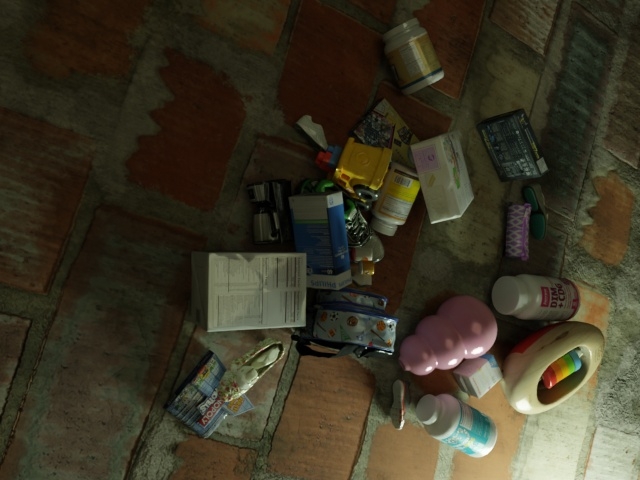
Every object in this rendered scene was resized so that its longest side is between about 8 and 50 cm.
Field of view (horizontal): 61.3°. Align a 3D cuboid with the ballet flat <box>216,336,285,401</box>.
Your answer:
[{"bbox_3d":[-0.183,0.344,1.476,0.241,0.077,0.091,-43,108,-41],"label":"ballet flat"}]

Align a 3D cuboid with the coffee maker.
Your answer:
[{"bbox_3d":[-0.123,-0.083,1.538,0.171,0.120,0.178,-9,96,-51],"label":"coffee maker"}]

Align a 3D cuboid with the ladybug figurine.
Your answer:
[{"bbox_3d":[0.811,0.429,1.913,0.449,0.162,0.305,-22,117,-18],"label":"ladybug figurine"}]

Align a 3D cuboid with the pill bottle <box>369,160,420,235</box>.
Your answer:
[{"bbox_3d":[0.228,-0.128,1.666,0.117,0.117,0.215,15,106,-24],"label":"pill bottle"}]

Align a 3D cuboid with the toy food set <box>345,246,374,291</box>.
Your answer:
[{"bbox_3d":[0.089,0.082,1.565,0.104,0.232,0.111,0,74,-1],"label":"toy food set"}]

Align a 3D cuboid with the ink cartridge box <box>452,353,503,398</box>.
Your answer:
[{"bbox_3d":[0.530,0.461,1.842,0.143,0.090,0.092,-32,103,-21],"label":"ink cartridge box"}]

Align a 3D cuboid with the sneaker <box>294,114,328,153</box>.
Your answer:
[{"bbox_3d":[-0.008,-0.311,1.613,0.152,0.054,0.061,47,69,-17],"label":"sneaker"}]

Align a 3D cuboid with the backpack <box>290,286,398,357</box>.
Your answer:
[{"bbox_3d":[0.094,0.242,1.544,0.276,0.263,0.213,9,86,-24],"label":"backpack"}]

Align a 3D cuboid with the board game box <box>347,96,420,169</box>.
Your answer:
[{"bbox_3d":[0.221,-0.309,1.725,0.243,0.042,0.165,47,72,-18],"label":"board game box"}]

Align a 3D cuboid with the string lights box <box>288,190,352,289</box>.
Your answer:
[{"bbox_3d":[0.000,0.000,1.485,0.077,0.133,0.259,-22,109,-51],"label":"string lights box"}]

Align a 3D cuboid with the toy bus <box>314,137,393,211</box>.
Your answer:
[{"bbox_3d":[0.085,-0.202,1.590,0.211,0.220,0.149,21,72,-2],"label":"toy bus"}]

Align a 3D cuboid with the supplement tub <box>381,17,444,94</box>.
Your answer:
[{"bbox_3d":[0.287,-0.577,1.700,0.144,0.144,0.199,-32,102,-22],"label":"supplement tub"}]

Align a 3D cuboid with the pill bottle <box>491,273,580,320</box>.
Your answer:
[{"bbox_3d":[0.760,0.202,1.910,0.283,0.160,0.160,6,87,-25],"label":"pill bottle"}]

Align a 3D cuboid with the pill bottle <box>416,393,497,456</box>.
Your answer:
[{"bbox_3d":[0.439,0.597,1.769,0.264,0.146,0.146,31,77,-21],"label":"pill bottle"}]

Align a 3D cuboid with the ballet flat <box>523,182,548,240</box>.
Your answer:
[{"bbox_3d":[0.804,-0.108,1.982,0.068,0.072,0.213,-19,97,-28],"label":"ballet flat"}]

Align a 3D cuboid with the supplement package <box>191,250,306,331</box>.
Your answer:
[{"bbox_3d":[-0.195,0.127,1.443,0.263,0.199,0.198,1,90,-25],"label":"supplement package"}]

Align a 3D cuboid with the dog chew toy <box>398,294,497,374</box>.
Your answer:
[{"bbox_3d":[0.396,0.314,1.729,0.332,0.206,0.206,-27,101,-14],"label":"dog chew toy"}]

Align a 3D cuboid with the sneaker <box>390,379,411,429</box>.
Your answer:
[{"bbox_3d":[0.269,0.529,1.739,0.065,0.061,0.158,7,88,-31],"label":"sneaker"}]

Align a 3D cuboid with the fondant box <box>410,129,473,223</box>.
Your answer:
[{"bbox_3d":[0.384,-0.207,1.670,0.330,0.096,0.238,-33,108,-65],"label":"fondant box"}]

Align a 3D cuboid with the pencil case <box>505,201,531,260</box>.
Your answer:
[{"bbox_3d":[0.711,-0.033,1.929,0.086,0.088,0.206,3,90,-23],"label":"pencil case"}]

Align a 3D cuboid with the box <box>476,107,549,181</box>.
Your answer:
[{"bbox_3d":[0.656,-0.320,1.850,0.059,0.183,0.232,-33,102,-22],"label":"box"}]

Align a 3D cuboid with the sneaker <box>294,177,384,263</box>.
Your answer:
[{"bbox_3d":[0.072,-0.046,1.597,0.343,0.146,0.134,43,73,-22],"label":"sneaker"}]

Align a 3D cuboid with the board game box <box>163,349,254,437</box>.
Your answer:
[{"bbox_3d":[-0.289,0.438,1.477,0.194,0.060,0.194,44,73,-18],"label":"board game box"}]
